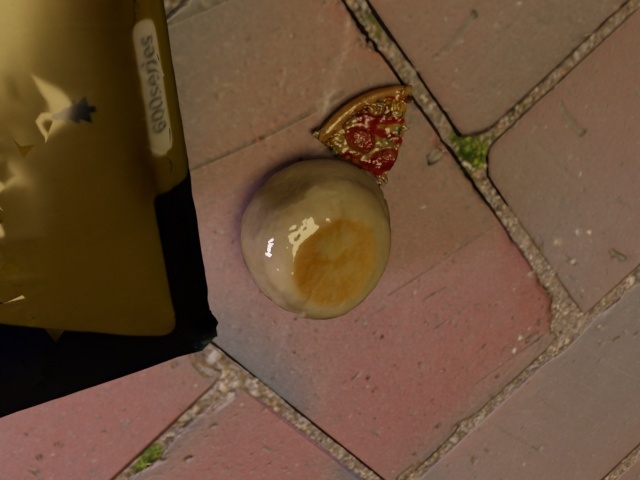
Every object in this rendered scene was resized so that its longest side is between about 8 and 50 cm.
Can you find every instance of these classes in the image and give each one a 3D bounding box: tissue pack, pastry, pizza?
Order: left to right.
[{"bbox_3d":[-0.230,-0.111,0.487,0.264,0.253,0.417,-14,123,-18],"label":"tissue pack"},{"bbox_3d":[0.000,0.000,0.757,0.156,0.092,0.157,-15,123,-25],"label":"pastry"},{"bbox_3d":[0.056,-0.111,0.760,0.100,0.029,0.099,33,98,-35],"label":"pizza"}]
